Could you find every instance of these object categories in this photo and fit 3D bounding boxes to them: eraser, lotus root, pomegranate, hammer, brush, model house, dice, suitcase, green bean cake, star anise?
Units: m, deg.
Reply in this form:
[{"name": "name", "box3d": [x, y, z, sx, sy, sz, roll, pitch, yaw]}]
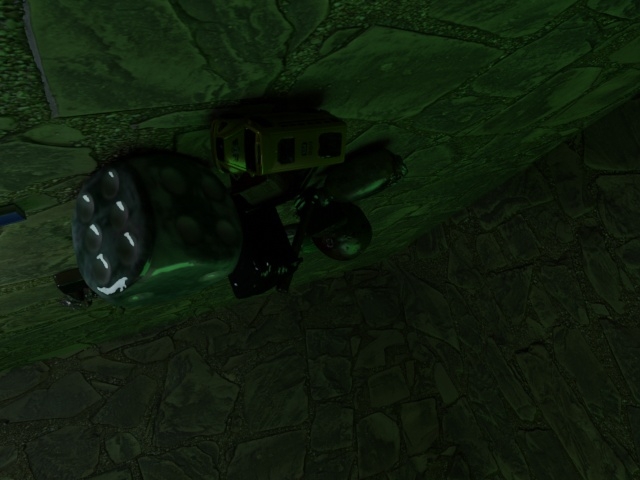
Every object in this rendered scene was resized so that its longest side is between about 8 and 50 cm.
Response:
[{"name": "eraser", "box3d": [-0.821, -0.062, 1.187, 0.085, 0.027, 0.063, -18, 168, -16]}, {"name": "lotus root", "box3d": [0.143, -0.233, 1.697, 0.349, 0.175, 0.175, -20, 167, 14]}, {"name": "pomegranate", "box3d": [0.121, -0.062, 2.095, 0.323, 0.291, 0.291, -26, 171, -31]}, {"name": "hammer", "box3d": [-0.085, -0.007, 1.760, 0.044, 0.440, 0.168, 33, 152, -34]}, {"name": "brush", "box3d": [-0.922, 0.148, 1.796, 0.197, 0.059, 0.123, -16, 164, -19]}, {"name": "model house", "box3d": [-0.157, -0.215, 1.375, 0.294, 0.154, 0.207, -12, -138, 48]}, {"name": "dice", "box3d": [-0.444, -0.022, 1.259, 0.330, 0.328, 0.348, -27, 165, 24]}, {"name": "suitcase", "box3d": [-0.255, 0.013, 1.657, 0.188, 0.345, 0.339, -15, 165, -38]}, {"name": "green bean cake", "box3d": [0.008, -0.117, 1.908, 0.181, 0.173, 0.094, -27, 165, 17]}, {"name": "star anise", "box3d": [-1.057, 0.258, 2.023, 0.208, 0.063, 0.172, -30, 163, 34]}]

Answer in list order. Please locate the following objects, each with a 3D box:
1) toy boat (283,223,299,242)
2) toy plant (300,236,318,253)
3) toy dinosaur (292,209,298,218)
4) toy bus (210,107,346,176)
[{"name": "toy boat", "box3d": [-0.180, -0.006, 2.251, 0.227, 0.085, 0.155, -20, 166, -5]}, {"name": "toy plant", "box3d": [-0.008, -0.003, 2.527, 0.240, 0.088, 0.154, -29, 152, 2]}, {"name": "toy dinosaur", "box3d": [-0.085, -0.131, 2.047, 0.060, 0.029, 0.119, -31, 168, -32]}, {"name": "toy bus", "box3d": [-0.102, -0.248, 1.163, 0.331, 0.151, 0.145, -14, 122, -28]}]
